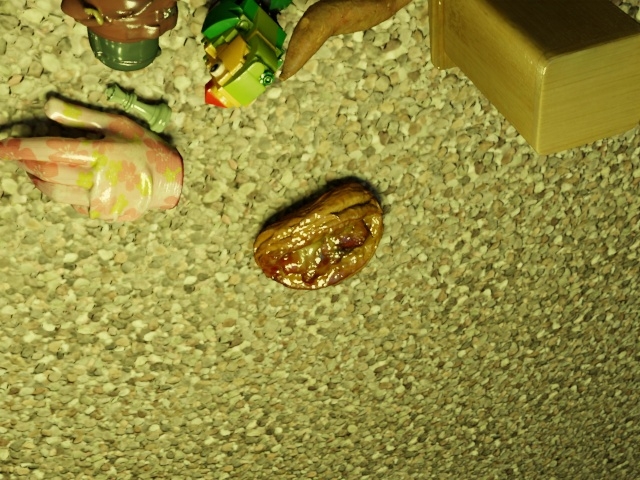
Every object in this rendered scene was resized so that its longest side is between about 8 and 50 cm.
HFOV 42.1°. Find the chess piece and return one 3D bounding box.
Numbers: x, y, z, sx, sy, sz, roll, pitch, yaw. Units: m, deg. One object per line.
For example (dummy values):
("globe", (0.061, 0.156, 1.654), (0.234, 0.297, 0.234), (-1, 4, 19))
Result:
("chess piece", (-0.255, -0.187, 1.151), (0.093, 0.042, 0.042), (27, 113, -27))

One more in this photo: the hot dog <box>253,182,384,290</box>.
("hot dog", (-0.002, -0.003, 1.353), (0.226, 0.099, 0.160), (-29, 130, 6))

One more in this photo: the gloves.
("gloves", (-0.316, -0.102, 1.141), (0.241, 0.126, 0.145), (1, 130, -32))

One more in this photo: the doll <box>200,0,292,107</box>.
("doll", (-0.095, -0.253, 1.077), (0.134, 0.186, 0.106), (-19, 138, 32))

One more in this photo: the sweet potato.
("sweet potato", (0.040, -0.303, 1.101), (0.281, 0.059, 0.067), (-33, 147, -27))

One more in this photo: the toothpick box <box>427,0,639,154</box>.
("toothpick box", (0.288, -0.270, 1.122), (0.187, 0.308, 0.190), (-15, 132, -10))

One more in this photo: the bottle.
("bottle", (-0.232, -0.321, 0.979), (0.156, 0.143, 0.271), (-14, 142, -25))
